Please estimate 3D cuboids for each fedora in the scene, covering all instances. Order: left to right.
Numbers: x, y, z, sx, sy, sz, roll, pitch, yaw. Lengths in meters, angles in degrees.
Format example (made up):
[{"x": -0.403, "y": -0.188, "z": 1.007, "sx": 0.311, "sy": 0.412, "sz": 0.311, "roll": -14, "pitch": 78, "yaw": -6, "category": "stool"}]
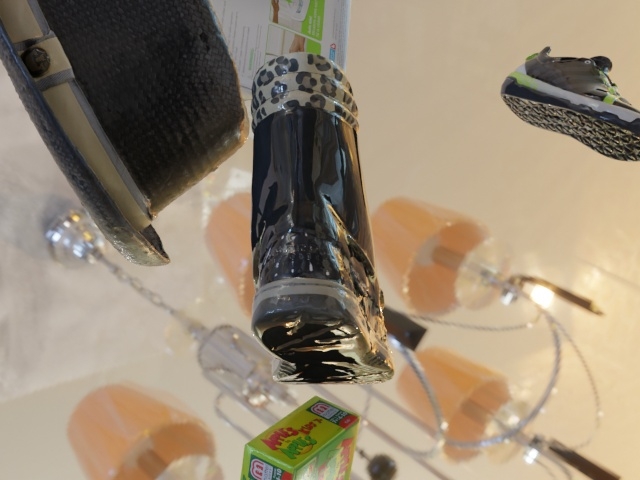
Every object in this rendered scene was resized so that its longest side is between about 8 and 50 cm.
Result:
[{"x": -0.157, "y": -0.151, "z": 0.885, "sx": 0.152, "sy": 0.334, "sz": 0.334, "roll": -27, "pitch": -51, "yaw": -3, "category": "fedora"}]

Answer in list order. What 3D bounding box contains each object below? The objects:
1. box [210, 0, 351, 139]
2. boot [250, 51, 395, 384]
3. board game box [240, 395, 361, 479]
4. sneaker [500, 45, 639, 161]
[{"x": -0.089, "y": -0.271, "z": 1.333, "sx": 0.231, "sy": 0.126, "sz": 0.262, "roll": 14, "pitch": -113, "yaw": -27, "category": "box"}, {"x": 0.002, "y": 0.000, "z": 0.747, "sx": 0.236, "sy": 0.085, "sz": 0.179, "roll": 69, "pitch": -162, "yaw": -71, "category": "boot"}, {"x": -0.023, "y": 0.216, "z": 0.824, "sx": 0.092, "sy": 0.043, "sz": 0.181, "roll": -26, "pitch": -49, "yaw": -54, "category": "board game box"}, {"x": 0.292, "y": -0.164, "z": 1.214, "sx": 0.097, "sy": 0.234, "sz": 0.084, "roll": -49, "pitch": -49, "yaw": -6, "category": "sneaker"}]
